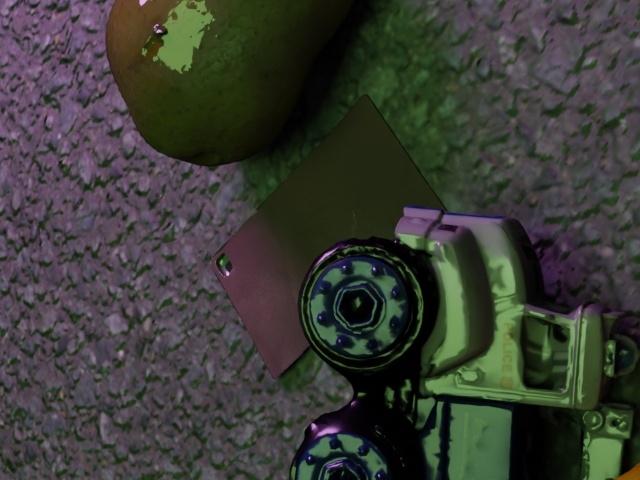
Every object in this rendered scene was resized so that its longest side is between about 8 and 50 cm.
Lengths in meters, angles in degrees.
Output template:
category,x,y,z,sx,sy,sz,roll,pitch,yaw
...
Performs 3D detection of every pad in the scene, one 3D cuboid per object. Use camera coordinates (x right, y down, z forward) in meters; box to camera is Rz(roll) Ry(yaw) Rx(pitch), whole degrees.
category,x,y,z,sx,sy,sz,roll,pitch,yaw
pad,0.000,0.000,0.771,0.188,0.006,0.113,-46,60,27

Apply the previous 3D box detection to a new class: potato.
category,x,y,z,sx,sy,sz,roll,pitch,yaw
potato,-0.057,-0.146,0.747,0.194,0.157,0.157,-36,65,19

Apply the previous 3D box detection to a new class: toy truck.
category,x,y,z,sx,sy,sz,roll,pitch,yaw
toy truck,0.087,0.089,0.615,0.177,0.161,0.213,3,90,21

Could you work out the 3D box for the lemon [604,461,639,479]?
category,x,y,z,sx,sy,sz,roll,pitch,yaw
lemon,0.197,0.184,0.492,0.207,0.170,0.170,42,114,38
